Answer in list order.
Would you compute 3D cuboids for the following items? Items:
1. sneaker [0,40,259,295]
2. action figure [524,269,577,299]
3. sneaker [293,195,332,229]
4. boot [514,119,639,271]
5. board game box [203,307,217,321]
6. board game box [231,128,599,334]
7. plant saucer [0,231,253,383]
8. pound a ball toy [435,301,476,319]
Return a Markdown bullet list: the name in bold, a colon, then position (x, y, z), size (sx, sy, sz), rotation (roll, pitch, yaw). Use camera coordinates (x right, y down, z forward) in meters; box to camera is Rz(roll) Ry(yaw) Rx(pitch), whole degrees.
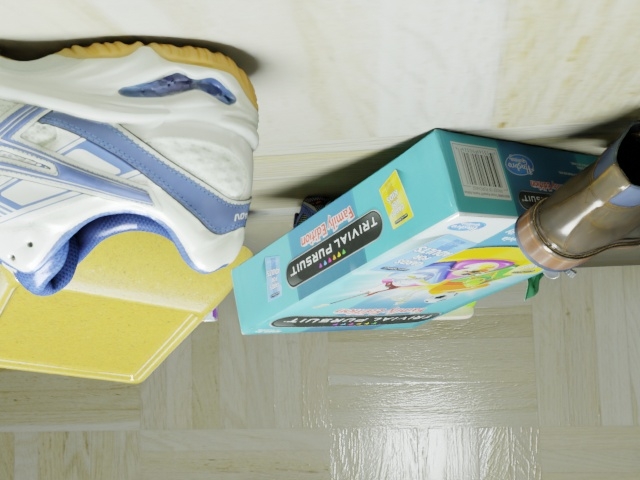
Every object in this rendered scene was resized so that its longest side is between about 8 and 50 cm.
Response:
- **sneaker**: position (-0.182, -0.035, 0.430), size (0.296, 0.131, 0.112), rotation (0, 176, -1)
- **action figure**: position (0.344, 0.007, 1.123), size (0.063, 0.137, 0.232), rotation (22, -166, 23)
- **sneaker**: position (0.000, 0.000, 1.010), size (0.083, 0.087, 0.221), rotation (-7, 169, -10)
- **boot**: position (0.262, -0.047, 0.643), size (0.219, 0.082, 0.106), rotation (-26, 165, -35)
- **board game box**: position (-0.239, 0.064, 1.288), size (0.142, 0.144, 0.275), rotation (-1, 175, -9)
- **board game box**: position (0.104, 0.012, 0.810), size (0.253, 0.079, 0.336), rotation (3, 157, -36)
- **plant saucer**: position (-0.298, 0.091, 1.010), size (0.332, 0.081, 0.333), rotation (13, 142, -29)
- **pound a ball toy**: position (0.154, 0.023, 1.250), size (0.319, 0.136, 0.208), rotation (-1, 149, -9)
